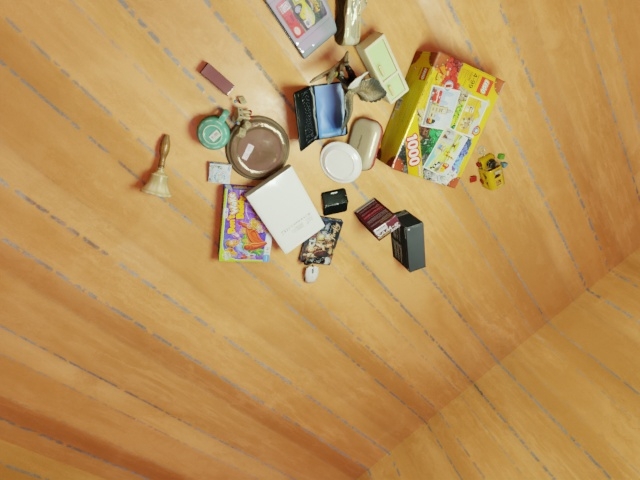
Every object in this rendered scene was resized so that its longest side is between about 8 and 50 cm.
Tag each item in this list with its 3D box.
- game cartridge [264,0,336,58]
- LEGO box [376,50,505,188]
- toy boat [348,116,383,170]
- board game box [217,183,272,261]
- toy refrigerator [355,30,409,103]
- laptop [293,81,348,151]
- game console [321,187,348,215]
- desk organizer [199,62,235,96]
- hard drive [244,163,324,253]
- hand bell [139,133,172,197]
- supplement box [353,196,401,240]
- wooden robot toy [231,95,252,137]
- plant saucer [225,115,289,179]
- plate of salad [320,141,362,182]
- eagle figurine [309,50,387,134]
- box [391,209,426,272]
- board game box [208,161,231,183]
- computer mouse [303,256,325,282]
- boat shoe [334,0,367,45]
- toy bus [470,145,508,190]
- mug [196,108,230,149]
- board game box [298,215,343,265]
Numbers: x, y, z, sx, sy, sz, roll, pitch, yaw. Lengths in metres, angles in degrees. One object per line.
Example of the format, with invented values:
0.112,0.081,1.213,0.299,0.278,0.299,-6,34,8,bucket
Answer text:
-0.074,-0.881,1.582,0.196,0.060,0.294,-42,121,0,game cartridge
0.526,-0.533,1.871,0.372,0.193,0.500,11,111,-23,LEGO box
0.217,-0.429,1.869,0.151,0.151,0.231,-9,122,-47,toy boat
-0.333,-0.073,1.877,0.233,0.078,0.347,2,115,-19,board game box
0.263,-0.715,1.730,0.102,0.094,0.269,-38,130,2,toy refrigerator
0.008,-0.522,1.735,0.136,0.264,0.234,4,119,20,laptop
0.066,-0.185,1.995,0.122,0.071,0.107,-14,89,-13,game console
-0.398,-0.622,1.603,0.130,0.047,0.050,36,97,-29,desk organizer
-0.150,-0.132,1.846,0.233,0.047,0.353,-36,127,-7,hard drive
-0.637,-0.305,1.665,0.126,0.126,0.242,11,98,-23,hand bell
0.266,-0.105,1.968,0.130,0.239,0.073,-35,121,1,supplement box
-0.324,-0.490,1.678,0.076,0.079,0.173,0,78,-38,wooden robot toy
-0.263,-0.387,1.769,0.277,0.041,0.278,-8,118,-14,plant saucer
0.093,-0.351,1.860,0.199,0.048,0.200,14,130,17,plate of salad
0.132,-0.598,1.683,0.226,0.225,0.298,-7,141,30,eagle figurine
0.443,0.001,2.114,0.103,0.184,0.261,-16,120,-10,box
-0.428,-0.286,1.764,0.090,0.020,0.090,4,125,-17,board game box
-0.040,0.159,2.078,0.106,0.042,0.193,-3,135,-13,computer mouse
0.124,-0.917,1.602,0.098,0.109,0.302,-12,126,-24,boat shoe
0.879,-0.359,2.128,0.202,0.104,0.191,12,110,-24,toy bus
-0.425,-0.439,1.644,0.129,0.097,0.158,0,112,-9,mug
0.000,0.000,2.046,0.165,0.042,0.243,7,113,-21,board game box
